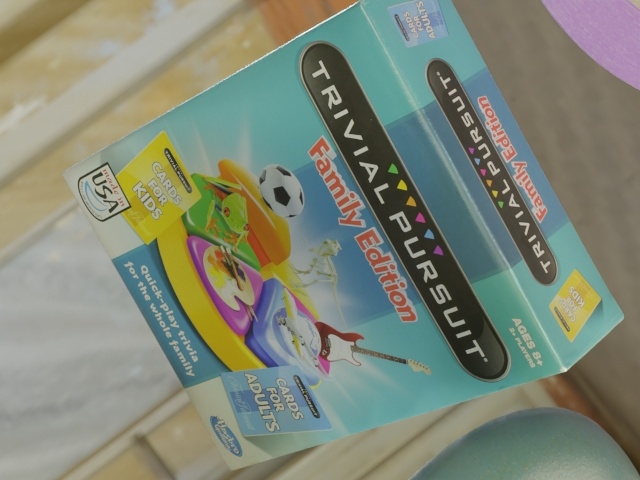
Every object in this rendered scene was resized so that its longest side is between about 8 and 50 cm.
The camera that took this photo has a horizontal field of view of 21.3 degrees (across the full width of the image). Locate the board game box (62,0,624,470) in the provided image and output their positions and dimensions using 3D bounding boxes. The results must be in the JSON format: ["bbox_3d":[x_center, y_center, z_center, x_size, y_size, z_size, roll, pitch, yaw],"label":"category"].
[{"bbox_3d":[0.000,0.000,1.136,0.336,0.079,0.254,-24,98,47],"label":"board game box"}]

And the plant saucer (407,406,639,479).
[{"bbox_3d":[0.080,0.235,0.803,0.043,0.318,0.318,20,153,39],"label":"plant saucer"}]

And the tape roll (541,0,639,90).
[{"bbox_3d":[0.239,-0.207,0.918,0.275,0.274,0.090,54,-141,-6],"label":"tape roll"}]
